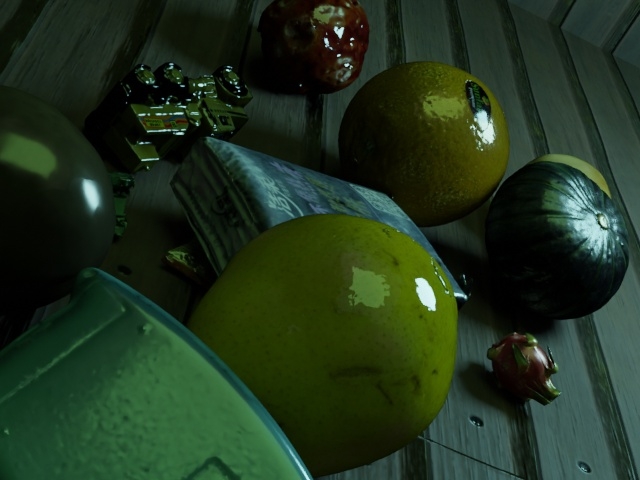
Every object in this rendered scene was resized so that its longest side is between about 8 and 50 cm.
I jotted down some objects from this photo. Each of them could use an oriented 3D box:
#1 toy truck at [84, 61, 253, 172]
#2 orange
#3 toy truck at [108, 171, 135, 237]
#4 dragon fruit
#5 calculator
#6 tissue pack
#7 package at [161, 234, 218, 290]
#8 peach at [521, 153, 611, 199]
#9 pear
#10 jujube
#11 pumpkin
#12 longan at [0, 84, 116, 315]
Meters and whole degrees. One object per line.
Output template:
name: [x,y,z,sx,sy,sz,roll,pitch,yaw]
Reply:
toy truck: [-0.202,-0.174,1.799,0.127,0.127,0.257,55,33,13]
orange: [0.156,-0.148,1.940,0.274,0.274,0.274,23,29,-14]
toy truck: [-0.309,-0.054,1.558,0.154,0.080,0.078,4,11,-40]
dragon fruit: [0.282,0.180,1.724,0.081,0.086,0.116,8,48,-58]
calculator: [-0.170,0.204,1.163,0.256,0.054,0.386,-37,74,-25]
tissue pack: [0.000,0.000,1.665,0.361,0.122,0.259,12,31,-41]
package: [-0.136,0.028,1.621,0.108,0.031,0.121,34,29,4]
peach: [0.407,-0.055,2.124,0.184,0.184,0.184,23,29,-14]
pear: [-0.010,0.116,1.371,0.336,0.285,0.285,-8,41,-16]
jujube: [-0.010,-0.353,2.205,0.197,0.197,0.290,33,13,5]
pumpkin: [0.357,0.001,1.945,0.250,0.250,0.216,0,-1,-44]
longan: [-0.343,-0.040,1.311,0.258,0.258,0.258,23,29,-14]
